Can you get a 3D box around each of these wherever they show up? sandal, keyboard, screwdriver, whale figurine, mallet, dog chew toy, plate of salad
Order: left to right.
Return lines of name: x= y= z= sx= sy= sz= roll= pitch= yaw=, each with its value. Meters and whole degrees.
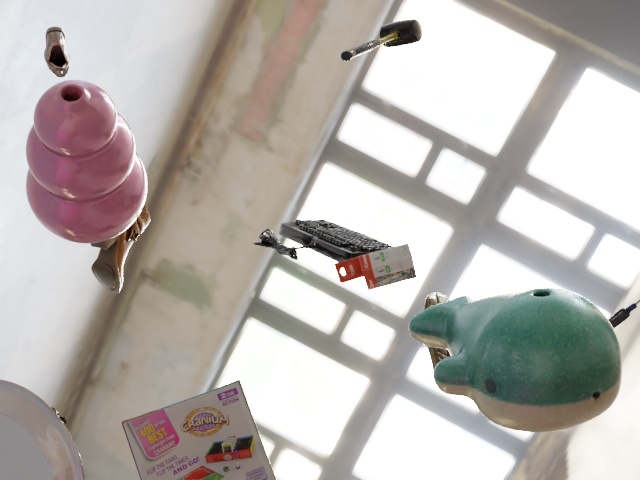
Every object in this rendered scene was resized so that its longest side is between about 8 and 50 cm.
plate of salad: x=-0.326 y=0.241 z=1.129 sx=0.048 sy=0.200 sz=0.199 roll=-22 pitch=141 yaw=-61
dog chew toy: x=-0.396 y=-0.139 z=1.750 sx=0.206 sy=0.207 sz=0.332 roll=-60 pitch=169 yaw=-31
keyboard: x=0.000 y=0.000 z=1.934 sx=0.317 sy=0.202 sz=0.033 roll=-158 pitch=-118 yaw=-63
mallet: x=0.078 y=-0.295 z=1.576 sx=0.190 sy=0.062 sz=0.039 roll=-29 pitch=111 yaw=-44
sandal: x=0.190 y=0.164 z=1.721 sx=0.049 sy=0.072 sz=0.180 roll=-32 pitch=-134 yaw=39
whale figurine: x=0.216 y=0.107 z=1.203 sx=0.216 sy=0.272 sz=0.141 roll=-16 pitch=115 yaw=-27
screwdriver: x=0.599 y=0.111 z=1.962 sx=0.170 sy=0.024 sz=0.025 roll=-42 pitch=-163 yaw=21

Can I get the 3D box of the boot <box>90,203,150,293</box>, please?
boot: x=-0.417 y=0.006 z=2.241 sx=0.152 sy=0.073 sz=0.197 roll=-51 pitch=155 yaw=-41

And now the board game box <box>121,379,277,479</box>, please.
board game box: x=-0.210 y=0.451 z=1.980 sx=0.242 sy=0.316 sz=0.064 roll=-18 pitch=161 yaw=-12

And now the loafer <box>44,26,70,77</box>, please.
loafer: x=-0.470 y=-0.327 z=1.878 sx=0.125 sy=0.045 sz=0.039 roll=104 pitch=-23 yaw=-59

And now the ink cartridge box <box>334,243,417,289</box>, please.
ink cartridge box: x=0.083 y=0.045 z=1.570 sx=0.063 sy=0.115 sz=0.029 roll=70 pitch=5 yaw=-57
